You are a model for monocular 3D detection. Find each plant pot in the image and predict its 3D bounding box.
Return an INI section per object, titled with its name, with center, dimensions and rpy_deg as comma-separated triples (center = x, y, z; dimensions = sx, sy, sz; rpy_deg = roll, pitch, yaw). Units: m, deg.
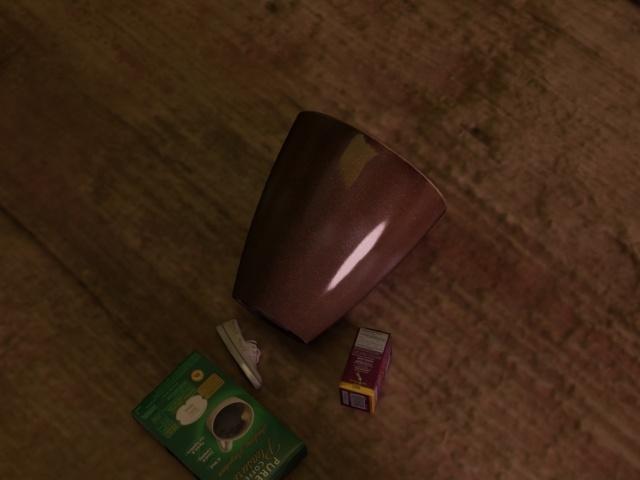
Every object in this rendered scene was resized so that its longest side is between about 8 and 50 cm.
[plant pot]
center = 0.000, 0.000, 1.369
dimensions = 0.215, 0.215, 0.230
rpy_deg = 30, 81, 21

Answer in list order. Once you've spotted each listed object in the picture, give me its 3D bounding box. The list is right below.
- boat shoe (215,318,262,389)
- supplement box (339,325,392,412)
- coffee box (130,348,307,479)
[boat shoe]
center = -0.090, 0.135, 1.376
dimensions = 0.035, 0.035, 0.100
rpy_deg = -30, 54, -10
[supplement box]
center = 0.054, 0.152, 1.340
dimensions = 0.043, 0.055, 0.083
rpy_deg = 14, 60, 12
[coffee box]
center = -0.118, 0.223, 1.319
dimensions = 0.184, 0.040, 0.113
rpy_deg = 36, 68, 23
